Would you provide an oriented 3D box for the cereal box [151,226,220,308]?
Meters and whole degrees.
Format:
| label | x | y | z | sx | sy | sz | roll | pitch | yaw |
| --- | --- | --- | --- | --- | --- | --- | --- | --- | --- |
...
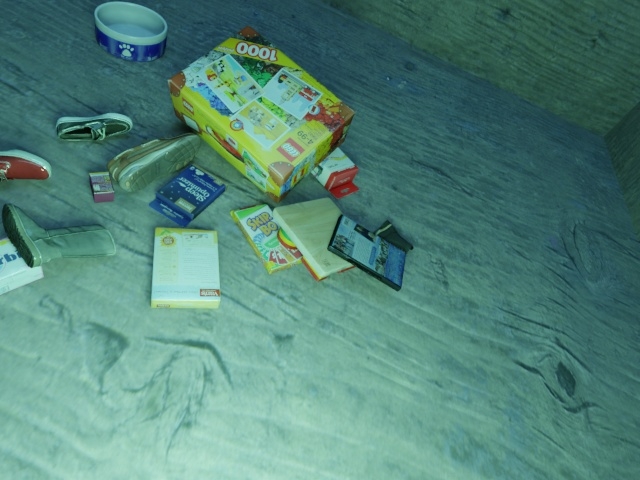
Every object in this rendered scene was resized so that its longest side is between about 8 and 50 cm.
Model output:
| label | x | y | z | sx | sy | sz | roll | pitch | yaw |
| --- | --- | --- | --- | --- | --- | --- | --- | --- | --- |
| cereal box | -0.366 | 0.072 | 1.211 | 0.173 | 0.047 | 0.240 | 4 | 51 | -21 |

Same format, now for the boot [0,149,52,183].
| label | x | y | z | sx | sy | sz | roll | pitch | yaw |
| --- | --- | --- | --- | --- | --- | --- | --- | --- | --- |
| boot | -0.859 | -0.159 | 1.166 | 0.245 | 0.088 | 0.176 | 7 | 49 | -8 |

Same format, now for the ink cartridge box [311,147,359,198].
| label | x | y | z | sx | sy | sz | roll | pitch | yaw |
| --- | --- | --- | --- | --- | --- | --- | --- | --- | --- |
| ink cartridge box | 0.045 | -0.273 | 1.667 | 0.134 | 0.078 | 0.231 | -26 | 66 | -38 |

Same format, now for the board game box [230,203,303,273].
| label | x | y | z | sx | sy | sz | roll | pitch | yaw |
| --- | --- | --- | --- | --- | --- | --- | --- | --- | --- |
| board game box | -0.170 | -0.018 | 1.388 | 0.124 | 0.039 | 0.259 | -18 | 59 | -36 |

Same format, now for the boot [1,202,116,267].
| label | x | y | z | sx | sy | sz | roll | pitch | yaw |
| --- | --- | --- | --- | --- | --- | --- | --- | --- | --- |
| boot | -0.642 | -0.022 | 1.103 | 0.209 | 0.076 | 0.189 | -23 | 78 | -54 |

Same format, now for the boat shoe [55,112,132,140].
| label | x | y | z | sx | sy | sz | roll | pitch | yaw |
| --- | --- | --- | --- | --- | --- | --- | --- | --- | --- |
| boat shoe | -0.708 | -0.347 | 1.402 | 0.220 | 0.077 | 0.070 | -11 | 56 | -22 |

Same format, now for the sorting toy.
| label | x | y | z | sx | sy | sz | roll | pitch | yaw |
| --- | --- | --- | --- | --- | --- | --- | --- | --- | --- |
| sorting toy | 0.000 | 0.000 | 1.383 | 0.257 | 0.089 | 0.255 | -17 | 61 | -47 |

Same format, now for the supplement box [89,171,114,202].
| label | x | y | z | sx | sy | sz | roll | pitch | yaw |
| --- | --- | --- | --- | --- | --- | --- | --- | --- | --- |
| supplement box | -0.634 | -0.154 | 1.287 | 0.055 | 0.043 | 0.083 | -9 | 56 | -30 |

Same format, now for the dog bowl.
| label | x | y | z | sx | sy | sz | roll | pitch | yaw |
| --- | --- | --- | --- | --- | --- | --- | --- | --- | --- |
| dog bowl | -0.752 | -0.833 | 1.771 | 0.265 | 0.104 | 0.264 | 12 | 48 | -14 |

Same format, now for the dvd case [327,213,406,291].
| label | x | y | z | sx | sy | sz | roll | pitch | yaw |
| --- | --- | --- | --- | --- | --- | --- | --- | --- | --- |
| dvd case | 0.148 | 0.034 | 1.369 | 0.253 | 0.022 | 0.180 | 31 | 38 | -7 |

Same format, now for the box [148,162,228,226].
| label | x | y | z | sx | sy | sz | roll | pitch | yaw |
| --- | --- | --- | --- | --- | --- | --- | --- | --- | --- |
| box | -0.409 | -0.145 | 1.387 | 0.137 | 0.036 | 0.225 | 31 | 47 | 4 |

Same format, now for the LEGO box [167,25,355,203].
| label | x | y | z | sx | sy | sz | roll | pitch | yaw |
| --- | --- | --- | --- | --- | --- | --- | --- | --- | --- |
| LEGO box | -0.198 | -0.436 | 1.527 | 0.500 | 0.193 | 0.372 | 41 | 68 | 8 |

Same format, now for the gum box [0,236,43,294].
| label | x | y | z | sx | sy | sz | roll | pitch | yaw |
| --- | --- | --- | --- | --- | --- | --- | --- | --- | --- |
| gum box | -0.765 | 0.071 | 1.023 | 0.188 | 0.062 | 0.107 | -29 | 68 | -39 |

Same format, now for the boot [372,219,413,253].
| label | x | y | z | sx | sy | sz | roll | pitch | yaw |
| --- | --- | --- | --- | --- | --- | --- | --- | --- | --- |
| boot | 0.231 | 0.021 | 1.508 | 0.137 | 0.077 | 0.198 | 43 | 49 | 7 |

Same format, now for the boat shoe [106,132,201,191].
| label | x | y | z | sx | sy | sz | roll | pitch | yaw |
| --- | --- | --- | --- | --- | --- | --- | --- | --- | --- |
| boat shoe | -0.515 | -0.273 | 1.392 | 0.116 | 0.123 | 0.324 | 37 | 45 | 12 |
